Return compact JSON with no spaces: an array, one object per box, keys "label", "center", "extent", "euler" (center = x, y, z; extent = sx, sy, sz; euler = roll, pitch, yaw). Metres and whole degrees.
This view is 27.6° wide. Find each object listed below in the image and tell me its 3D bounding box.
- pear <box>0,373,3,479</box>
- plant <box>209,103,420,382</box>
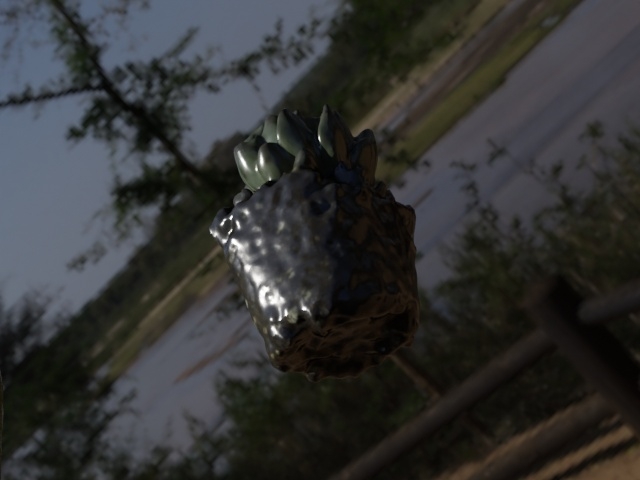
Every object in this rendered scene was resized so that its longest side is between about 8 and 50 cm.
[{"label":"pear","center":[-0.301,0.138,0.465],"extent":[0.413,0.352,0.352],"euler":[-47,4,-16]},{"label":"plant","center":[0.000,0.000,0.985],"extent":[0.129,0.195,0.132],"euler":[-26,-33,24]}]
